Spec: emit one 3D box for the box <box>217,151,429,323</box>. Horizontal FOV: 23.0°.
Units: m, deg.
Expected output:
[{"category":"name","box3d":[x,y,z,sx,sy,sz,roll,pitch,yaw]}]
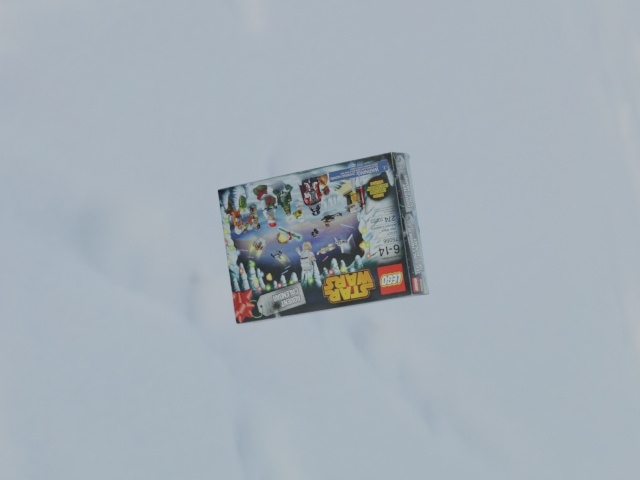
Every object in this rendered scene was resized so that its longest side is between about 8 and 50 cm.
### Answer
[{"category":"box","box3d":[0.000,0.000,1.035,0.027,0.137,0.094,-1,81,-60]}]
